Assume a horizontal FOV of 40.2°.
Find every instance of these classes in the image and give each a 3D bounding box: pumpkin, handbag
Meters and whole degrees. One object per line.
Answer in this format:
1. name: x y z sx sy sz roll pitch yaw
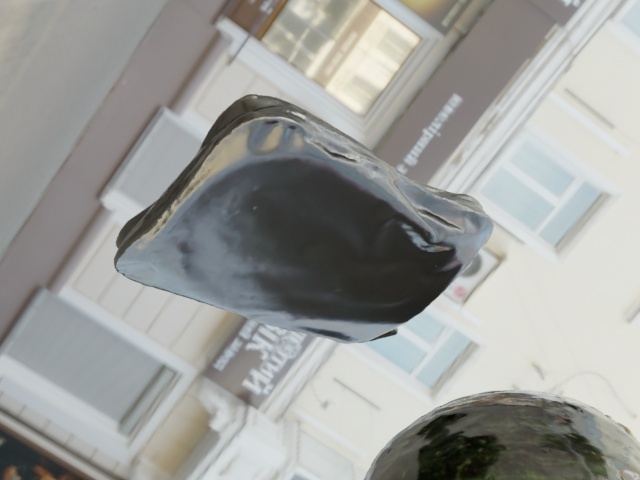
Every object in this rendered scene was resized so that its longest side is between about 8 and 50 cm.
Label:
1. pumpkin: 0.194 0.360 0.778 0.344 0.454 0.454 -23 -158 19
2. handbag: 0.002 0.000 0.735 0.191 0.332 0.075 -45 -131 23
